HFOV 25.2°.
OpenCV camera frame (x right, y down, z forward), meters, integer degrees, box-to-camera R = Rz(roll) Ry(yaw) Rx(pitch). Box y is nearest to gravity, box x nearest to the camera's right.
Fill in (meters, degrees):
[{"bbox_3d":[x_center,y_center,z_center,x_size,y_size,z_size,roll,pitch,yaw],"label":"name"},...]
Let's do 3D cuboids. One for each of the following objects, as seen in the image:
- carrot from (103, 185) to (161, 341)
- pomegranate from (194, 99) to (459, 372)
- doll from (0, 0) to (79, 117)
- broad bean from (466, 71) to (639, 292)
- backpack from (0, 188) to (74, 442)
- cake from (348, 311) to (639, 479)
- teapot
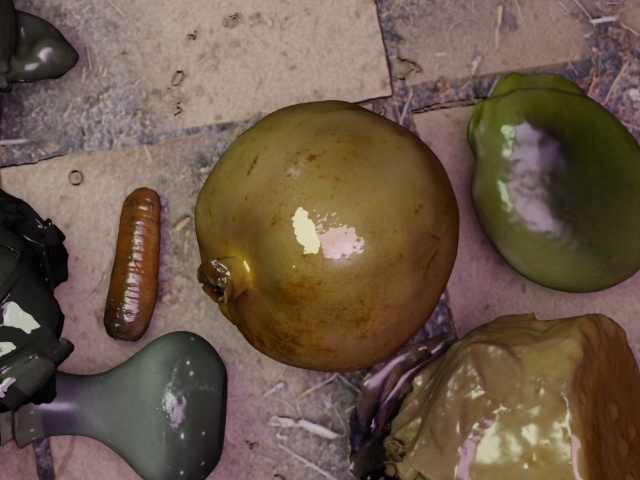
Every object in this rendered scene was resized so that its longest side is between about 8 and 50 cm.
[{"bbox_3d":[-0.216,0.028,1.685,0.060,0.060,0.186,10,81,-10],"label":"carrot"},{"bbox_3d":[0.000,0.000,1.610,0.319,0.319,0.319,1,86,-11],"label":"pomegranate"},{"bbox_3d":[-0.438,-0.275,1.516,0.382,0.378,0.252,36,64,-10],"label":"doll"},{"bbox_3d":[0.293,-0.068,1.761,0.238,0.119,0.291,-43,97,-20],"label":"broad bean"},{"bbox_3d":[-0.403,0.111,1.453,0.363,0.445,0.255,-44,111,-5],"label":"backpack"},{"bbox_3d":[0.203,0.253,1.664,0.321,0.332,0.332,-8,87,27],"label":"cake"},{"bbox_3d":[-0.233,0.187,1.620,0.250,0.183,0.184,5,85,1],"label":"teapot"}]
